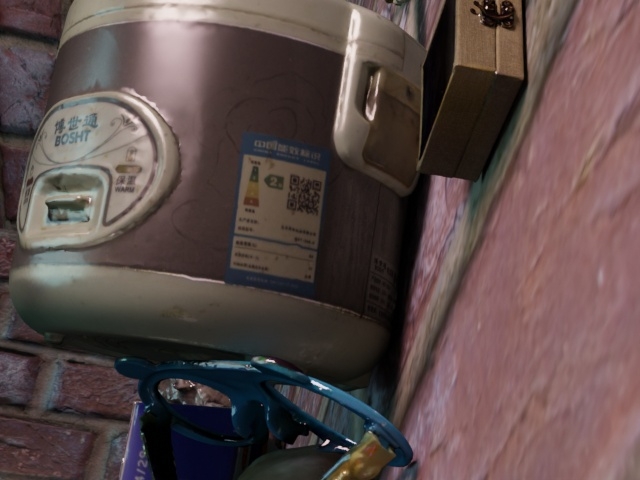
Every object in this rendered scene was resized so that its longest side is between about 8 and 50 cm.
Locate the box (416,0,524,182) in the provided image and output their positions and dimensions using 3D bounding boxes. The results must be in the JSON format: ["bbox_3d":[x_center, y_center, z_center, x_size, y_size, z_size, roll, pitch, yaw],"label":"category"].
[{"bbox_3d":[0.075,-0.086,0.510,0.083,0.035,0.079,105,174,-52],"label":"box"}]

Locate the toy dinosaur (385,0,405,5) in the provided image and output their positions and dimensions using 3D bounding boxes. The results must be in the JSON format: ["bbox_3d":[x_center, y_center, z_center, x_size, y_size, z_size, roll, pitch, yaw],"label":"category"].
[{"bbox_3d":[0.070,-0.243,0.951,0.058,0.037,0.180,-57,8,-10],"label":"toy dinosaur"}]

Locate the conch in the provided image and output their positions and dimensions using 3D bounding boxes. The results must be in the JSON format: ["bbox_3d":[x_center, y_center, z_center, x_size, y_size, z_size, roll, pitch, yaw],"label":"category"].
[{"bbox_3d":[-0.172,0.297,1.556,0.313,0.241,0.186,82,-153,-60],"label":"conch"}]

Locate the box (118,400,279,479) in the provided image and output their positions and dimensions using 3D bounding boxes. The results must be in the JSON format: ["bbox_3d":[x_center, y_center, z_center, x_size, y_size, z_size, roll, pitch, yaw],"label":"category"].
[{"bbox_3d":[-0.097,0.287,0.940,0.299,0.106,0.200,71,-156,-63],"label":"box"}]

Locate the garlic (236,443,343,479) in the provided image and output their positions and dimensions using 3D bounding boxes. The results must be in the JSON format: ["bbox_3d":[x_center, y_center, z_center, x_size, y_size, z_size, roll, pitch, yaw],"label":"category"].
[{"bbox_3d":[-0.022,0.223,0.764,0.318,0.112,0.143,69,-154,-77],"label":"garlic"}]

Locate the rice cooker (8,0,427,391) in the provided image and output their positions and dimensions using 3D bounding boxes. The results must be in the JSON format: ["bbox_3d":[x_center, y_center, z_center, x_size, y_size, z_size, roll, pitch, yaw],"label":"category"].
[{"bbox_3d":[-0.066,-0.043,0.726,0.288,0.288,0.277,120,160,-78],"label":"rice cooker"}]

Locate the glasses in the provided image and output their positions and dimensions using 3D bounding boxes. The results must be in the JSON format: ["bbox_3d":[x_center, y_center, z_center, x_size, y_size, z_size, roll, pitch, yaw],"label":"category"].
[{"bbox_3d":[-0.047,0.171,0.620,0.239,0.102,0.206,-3,83,49],"label":"glasses"}]
